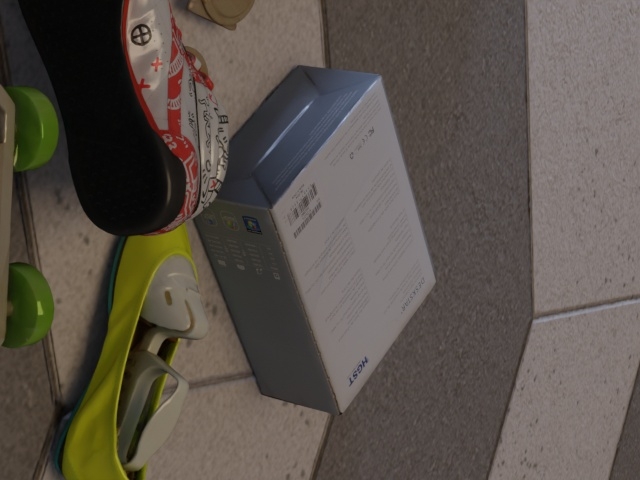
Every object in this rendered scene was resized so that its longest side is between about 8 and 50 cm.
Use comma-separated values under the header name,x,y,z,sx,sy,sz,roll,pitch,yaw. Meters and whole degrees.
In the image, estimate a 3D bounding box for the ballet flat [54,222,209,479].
name,x,y,z,sx,sy,sz,roll,pitch,yaw
ballet flat,-0.125,0.081,1.159,0.077,0.077,0.231,33,71,-55

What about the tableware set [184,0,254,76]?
name,x,y,z,sx,sy,sz,roll,pitch,yaw
tableware set,-0.109,-0.169,1.160,0.141,0.020,0.168,36,73,-50

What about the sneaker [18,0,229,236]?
name,x,y,z,sx,sy,sz,roll,pitch,yaw
sneaker,-0.132,-0.137,1.067,0.145,0.090,0.270,-14,93,-77

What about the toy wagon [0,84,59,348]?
name,x,y,z,sx,sy,sz,roll,pitch,yaw
toy wagon,-0.266,-0.040,0.913,0.267,0.068,0.344,-12,109,-56

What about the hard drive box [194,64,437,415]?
name,x,y,z,sx,sy,sz,roll,pitch,yaw
hard drive box,0.000,0.000,1.318,0.181,0.089,0.232,-51,138,-36
